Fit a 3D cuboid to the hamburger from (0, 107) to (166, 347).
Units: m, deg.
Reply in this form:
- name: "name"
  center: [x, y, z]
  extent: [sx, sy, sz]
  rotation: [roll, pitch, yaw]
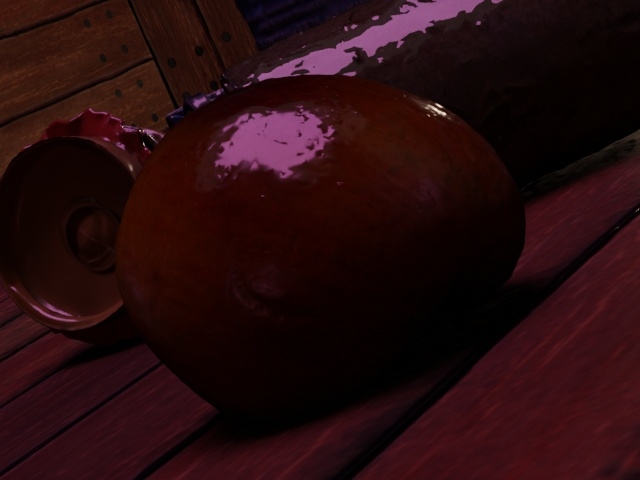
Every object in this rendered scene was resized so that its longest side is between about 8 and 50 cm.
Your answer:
- name: "hamburger"
  center: [-0.147, -0.010, 1.362]
  extent: [0.175, 0.175, 0.137]
  rotation: [-19, -5, 29]

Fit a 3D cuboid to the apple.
- name: "apple"
  center: [0.000, 0.000, 0.913]
  extent: [0.173, 0.160, 0.195]
  rotation: [13, 38, 40]

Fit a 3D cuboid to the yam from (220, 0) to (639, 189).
- name: "yam"
  center: [0.097, -0.107, 1.240]
  extent: [0.304, 0.168, 0.168]
  rotation: [-23, 7, -7]

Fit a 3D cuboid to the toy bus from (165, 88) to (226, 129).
- name: "toy bus"
  center: [-0.024, -0.070, 1.472]
  extent: [0.116, 0.133, 0.234]
  rotation: [-26, 13, -20]

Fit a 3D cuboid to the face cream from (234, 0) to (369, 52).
- name: "face cream"
  center: [0.043, -0.254, 2.225]
  extent: [0.249, 0.225, 0.249]
  rotation: [-24, 6, 3]
